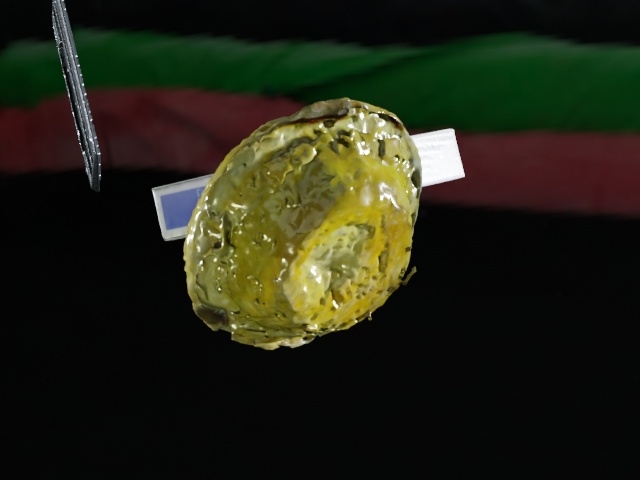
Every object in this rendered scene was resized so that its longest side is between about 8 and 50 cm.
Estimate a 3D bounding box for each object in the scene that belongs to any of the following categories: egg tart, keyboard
[{"bbox_3d":[0.000,0.000,1.860,0.295,0.294,0.116,-20,-138,-23],"label":"egg tart"},{"bbox_3d":[-0.219,-0.140,1.672,0.010,0.063,0.198,-9,-120,-14],"label":"keyboard"}]

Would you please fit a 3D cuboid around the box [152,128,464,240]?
[{"bbox_3d":[-0.008,-0.067,2.154,0.200,0.065,0.343,-10,-178,37],"label":"box"}]
